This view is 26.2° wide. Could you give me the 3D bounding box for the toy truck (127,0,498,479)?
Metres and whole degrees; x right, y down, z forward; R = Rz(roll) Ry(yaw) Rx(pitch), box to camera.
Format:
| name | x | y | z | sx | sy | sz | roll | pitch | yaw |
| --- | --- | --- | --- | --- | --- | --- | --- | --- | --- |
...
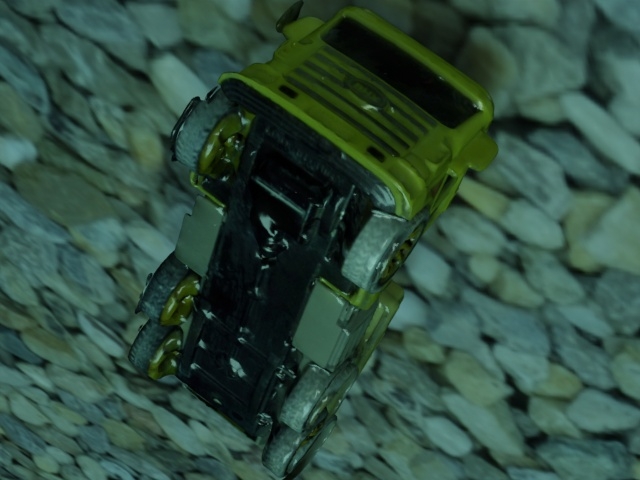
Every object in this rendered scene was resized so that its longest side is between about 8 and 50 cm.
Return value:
| name | x | y | z | sx | sy | sz | roll | pitch | yaw |
| --- | --- | --- | --- | --- | --- | --- | --- | --- | --- |
| toy truck | 0.000 | 0.000 | 0.738 | 0.124 | 0.157 | 0.272 | 35 | 141 | 11 |
